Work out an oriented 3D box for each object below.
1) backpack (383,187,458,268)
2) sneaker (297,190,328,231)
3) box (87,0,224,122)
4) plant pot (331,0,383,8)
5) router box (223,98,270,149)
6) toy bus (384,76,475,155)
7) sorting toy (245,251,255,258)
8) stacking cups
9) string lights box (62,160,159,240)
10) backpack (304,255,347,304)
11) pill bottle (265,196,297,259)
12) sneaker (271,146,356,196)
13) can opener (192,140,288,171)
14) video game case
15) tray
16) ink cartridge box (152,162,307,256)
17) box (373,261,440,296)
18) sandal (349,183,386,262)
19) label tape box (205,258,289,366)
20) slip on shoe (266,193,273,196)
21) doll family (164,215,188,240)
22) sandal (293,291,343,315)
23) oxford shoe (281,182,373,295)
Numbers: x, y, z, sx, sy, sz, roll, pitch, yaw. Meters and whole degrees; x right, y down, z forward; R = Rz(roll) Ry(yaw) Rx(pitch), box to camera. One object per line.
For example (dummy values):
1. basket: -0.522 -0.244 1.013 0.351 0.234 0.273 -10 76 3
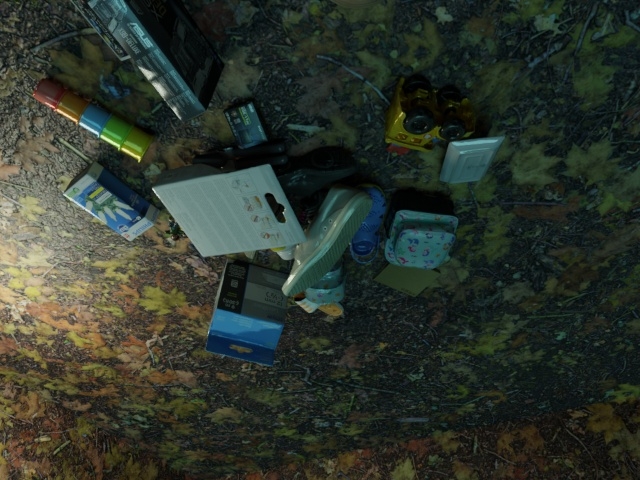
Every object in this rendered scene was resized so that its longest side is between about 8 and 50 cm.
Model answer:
1. backpack: 0.319 -0.014 1.582 0.225 0.191 0.253 6 139 -5
2. sneaker: -0.045 -0.096 1.557 0.075 0.063 0.170 28 105 -40
3. box: -0.359 -0.468 1.117 0.076 0.242 0.307 -19 130 20
4. plant pot: 0.087 -0.617 1.047 0.237 0.110 0.237 1 133 1
5. router box: -0.208 -0.328 1.367 0.092 0.038 0.122 -15 116 15
6. toy bus: 0.279 -0.311 1.326 0.220 0.149 0.211 11 147 -12
7. sorting toy: -0.263 0.013 1.723 0.075 0.045 0.083 20 133 -7
8. stacking cups: -0.637 -0.334 1.357 0.316 0.096 0.096 27 129 -22
9. string lights box: -0.676 -0.124 1.577 0.133 0.077 0.259 -29 127 25
10. backpack: 0.014 0.130 1.720 0.166 0.188 0.144 1 136 2
11. pill bottle: -0.144 -0.036 1.614 0.119 0.119 0.208 -19 130 19
12. sneaker: -0.024 -0.200 1.475 0.286 0.109 0.130 -5 141 19
13. can opener: -0.237 -0.240 1.439 0.280 0.093 0.074 -6 122 9
14. video game case: -0.499 -0.531 1.156 0.173 0.022 0.190 6 144 41
15. tray: 0.427 -0.220 1.384 0.145 0.030 0.270 -6 165 6
16. ink cartridge box: -0.259 -0.101 1.457 0.385 0.091 0.308 -8 133 19
17. box: 0.327 0.132 1.828 0.201 0.021 0.164 23 131 -19
18. sandal: 0.153 -0.044 1.585 0.126 0.138 0.317 0 132 5
19. label tape box: -0.254 0.252 1.738 0.249 0.348 0.115 17 132 -14
20. slip on shoe: -0.186 -0.191 1.517 0.051 0.041 0.135 -20 130 20
21. doll family: -0.430 -0.041 1.653 0.193 0.076 0.111 5 130 -7
22. sandal: -0.011 0.253 1.919 0.265 0.076 0.102 31 128 -25
23. oxford shoe: 0.000 0.000 1.531 0.169 0.130 0.449 -13 142 -54
